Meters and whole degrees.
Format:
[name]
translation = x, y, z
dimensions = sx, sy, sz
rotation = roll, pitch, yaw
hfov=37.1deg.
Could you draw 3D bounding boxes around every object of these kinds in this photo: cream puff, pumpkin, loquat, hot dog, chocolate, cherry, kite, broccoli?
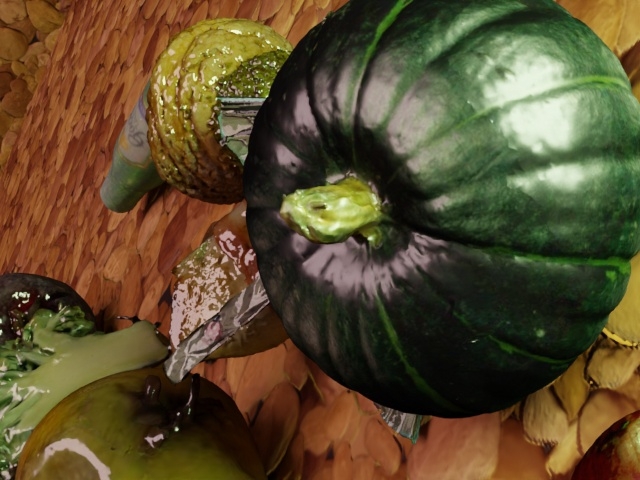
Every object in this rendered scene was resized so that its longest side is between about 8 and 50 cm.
[cream puff]
translation = -0.053, -0.111, 0.890
dimensions = 0.169, 0.183, 0.183
rotation = 16, 86, 40
[pumpkin]
translation = 0.058, -0.024, 0.539
dimensions = 0.250, 0.216, 0.250
rotation = 11, 106, 40
[loquat]
translation = -0.140, 0.203, 0.760
dimensions = 0.213, 0.213, 0.213
rotation = -41, 38, 44
[hot dog]
translation = -0.020, 0.003, 0.783
dimensions = 0.261, 0.093, 0.123
rotation = -43, 52, 13
[chocolate]
translation = -0.218, -0.131, 1.260
dimensions = 0.291, 0.110, 0.110
rotation = -44, 37, 46
[cherry]
translation = -0.399, 0.137, 1.329
dimensions = 0.195, 0.195, 0.195
rotation = -41, 38, 44
[kite]
translation = 0.000, 0.000, 0.709
dimensions = 0.314, 0.011, 0.335
rotation = -37, 59, 10
[broccoli]
translation = -0.280, 0.207, 1.138
dimensions = 0.180, 0.273, 0.242
rotation = 72, 175, -47

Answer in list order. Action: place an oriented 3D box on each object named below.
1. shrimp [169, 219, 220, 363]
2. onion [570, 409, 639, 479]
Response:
[shrimp]
translation = -0.105, 0.051, 0.971
dimensions = 0.219, 0.046, 0.152
rotation = 2, 74, 67
[onion]
translation = 0.150, 0.119, 0.367
dimensions = 0.118, 0.117, 0.118
rotation = -165, 90, -86
